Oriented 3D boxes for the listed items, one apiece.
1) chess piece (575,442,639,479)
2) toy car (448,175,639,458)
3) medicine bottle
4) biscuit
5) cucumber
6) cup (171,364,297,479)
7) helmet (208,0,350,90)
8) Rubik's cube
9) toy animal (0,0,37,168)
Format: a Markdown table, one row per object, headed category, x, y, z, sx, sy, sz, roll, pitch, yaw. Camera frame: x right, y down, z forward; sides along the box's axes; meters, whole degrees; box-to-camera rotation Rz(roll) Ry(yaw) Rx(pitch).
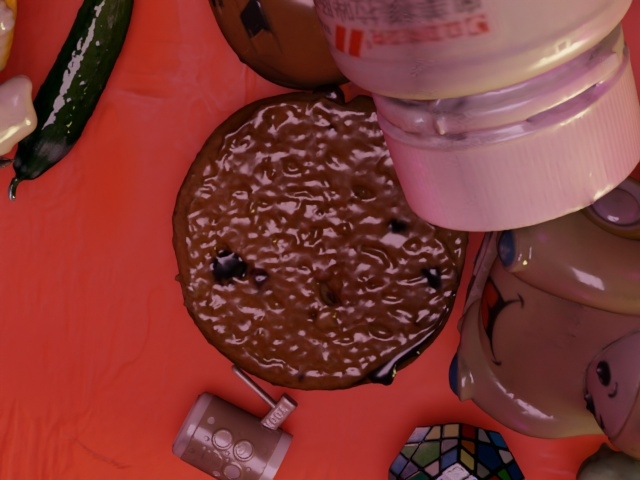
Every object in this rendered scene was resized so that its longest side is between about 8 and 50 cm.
| category | x | y | z | sx | sy | sz | roll | pitch | yaw |
| --- | --- | --- | --- | --- | --- | --- | --- | --- | --- |
| chess piece | 0.372 | 0.285 | 1.554 | 0.298 | 0.176 | 0.176 | 27 | 101 | -2 |
| toy car | 0.291 | 0.106 | 1.459 | 0.336 | 0.226 | 0.242 | 14 | 139 | -1 |
| medicine bottle | 0.125 | -0.195 | 1.356 | 0.256 | 0.256 | 0.325 | -15 | 118 | 5 |
| biscuit | 0.000 | 0.000 | 1.566 | 0.296 | 0.075 | 0.296 | 0 | 107 | 0 |
| cucumber | -0.228 | -0.147 | 1.565 | 0.056 | 0.056 | 0.250 | 27 | 99 | -2 |
| cup | -0.080 | 0.184 | 1.600 | 0.099 | 0.074 | 0.102 | 27 | 126 | -1 |
| helmet | -0.014 | -0.243 | 1.498 | 0.198 | 0.130 | 0.224 | -8 | 99 | 1 |
| Rubik's cube | 0.126 | 0.232 | 1.587 | 0.133 | 0.133 | 0.112 | 39 | 128 | -4 |
| toy animal | -0.379 | -0.193 | 1.496 | 0.247 | 0.183 | 0.310 | -19 | 99 | 6 |
